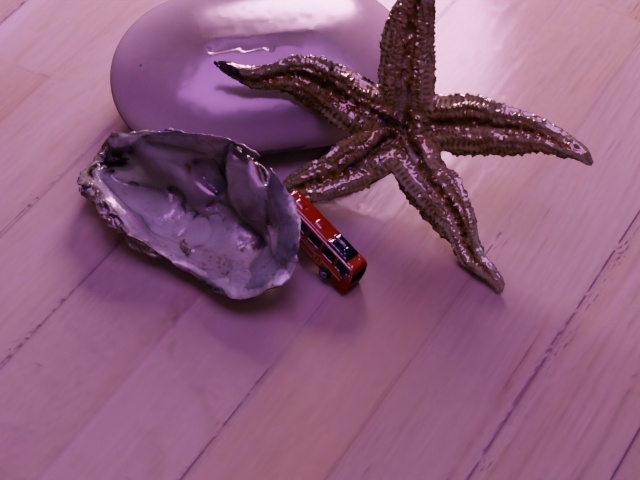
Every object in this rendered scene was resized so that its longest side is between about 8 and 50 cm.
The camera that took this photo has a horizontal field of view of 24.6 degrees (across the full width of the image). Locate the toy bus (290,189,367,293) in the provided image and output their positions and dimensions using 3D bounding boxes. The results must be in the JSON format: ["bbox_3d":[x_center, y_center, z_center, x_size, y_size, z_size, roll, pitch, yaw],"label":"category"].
[{"bbox_3d":[0.000,0.000,1.464,0.110,0.043,0.031,46,52,9],"label":"toy bus"}]

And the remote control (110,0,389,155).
[{"bbox_3d":[-0.064,-0.189,1.611,0.332,0.103,0.221,-8,57,-8],"label":"remote control"}]

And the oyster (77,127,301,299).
[{"bbox_3d":[-0.135,-0.029,1.479,0.252,0.087,0.199,-10,78,26],"label":"oyster"}]

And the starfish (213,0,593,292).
[{"bbox_3d":[0.078,-0.098,1.497,0.347,0.078,0.358,-24,89,12],"label":"starfish"}]
